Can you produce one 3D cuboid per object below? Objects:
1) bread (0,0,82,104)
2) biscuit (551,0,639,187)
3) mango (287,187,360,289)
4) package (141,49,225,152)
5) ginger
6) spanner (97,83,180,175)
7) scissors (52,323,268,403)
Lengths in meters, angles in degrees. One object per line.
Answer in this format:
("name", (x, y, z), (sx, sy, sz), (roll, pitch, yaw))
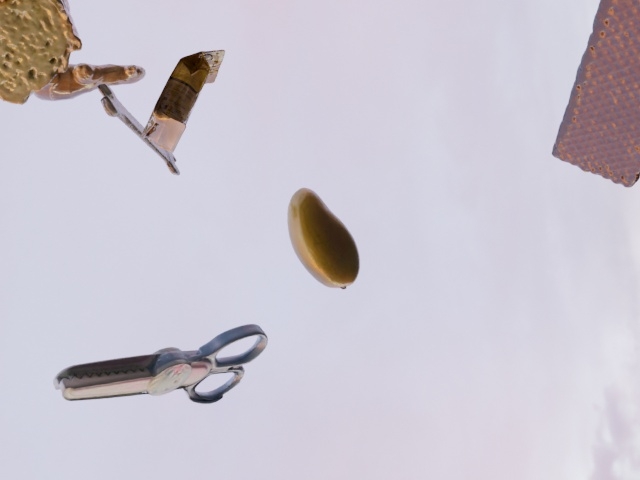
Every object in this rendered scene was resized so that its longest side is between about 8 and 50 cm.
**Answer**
("bread", (-0.489, -0.360, 0.949), (0.196, 0.252, 0.238), (23, -60, -44))
("biscuit", (0.333, -0.206, 0.610), (0.073, 0.107, 0.388), (-52, -25, -21))
("mango", (0.000, 0.003, 1.082), (0.191, 0.085, 0.122), (50, -135, -15))
("package", (-0.165, -0.176, 0.729), (0.047, 0.071, 0.131), (26, -118, -13))
("ginger", (-0.540, -0.358, 1.333), (0.333, 0.148, 0.081), (-12, -109, -33))
("spanner", (-0.323, -0.196, 1.108), (0.302, 0.017, 0.071), (57, -170, -70))
("scissors", (-0.171, 0.147, 0.680), (0.256, 0.030, 0.125), (6, -55, -50))
